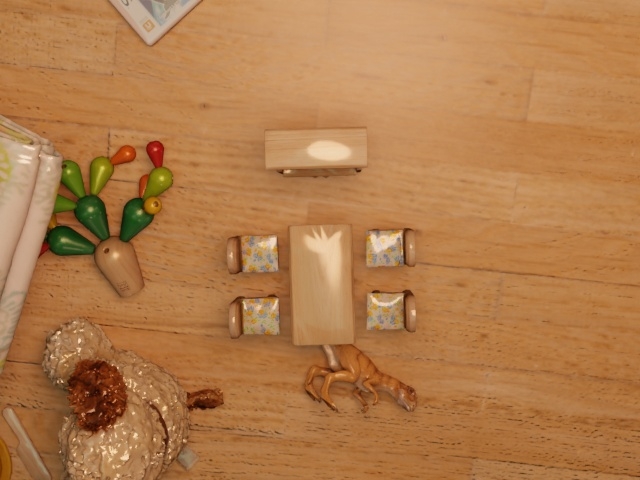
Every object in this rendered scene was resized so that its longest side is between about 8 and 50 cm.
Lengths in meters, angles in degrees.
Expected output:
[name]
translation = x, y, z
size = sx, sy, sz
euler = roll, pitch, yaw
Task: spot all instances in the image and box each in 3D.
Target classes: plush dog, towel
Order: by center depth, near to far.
[towel]
translation = -0.472, -0.006, 1.021
size = 0.320, 0.090, 0.375
euler = 28, 108, 19
[plush dog]
translation = -0.230, 0.233, 1.055
size = 0.210, 0.225, 0.263
euler = -3, 102, 2

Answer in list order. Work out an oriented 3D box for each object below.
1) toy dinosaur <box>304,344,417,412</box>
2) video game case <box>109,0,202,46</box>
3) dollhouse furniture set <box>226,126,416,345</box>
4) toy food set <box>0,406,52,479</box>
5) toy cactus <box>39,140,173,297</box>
[toy dinosaur]
translation = 0.026, 0.149, 1.125
size = 0.211, 0.064, 0.112
euler = 44, 73, -1
[video game case]
translation = -0.184, -0.359, 1.031
size = 0.201, 0.023, 0.183
euler = -40, 98, 9
[dollhouse furniture set]
translation = 0.000, 0.000, 1.012
size = 0.212, 0.161, 0.242
euler = -2, 92, 2
[toy food set]
translation = -0.476, 0.301, 1.156
size = 0.217, 0.071, 0.128
euler = -17, 101, 5
[toy cactus]
translation = -0.261, -0.014, 1.076
size = 0.218, 0.112, 0.181
euler = -24, 110, -2
